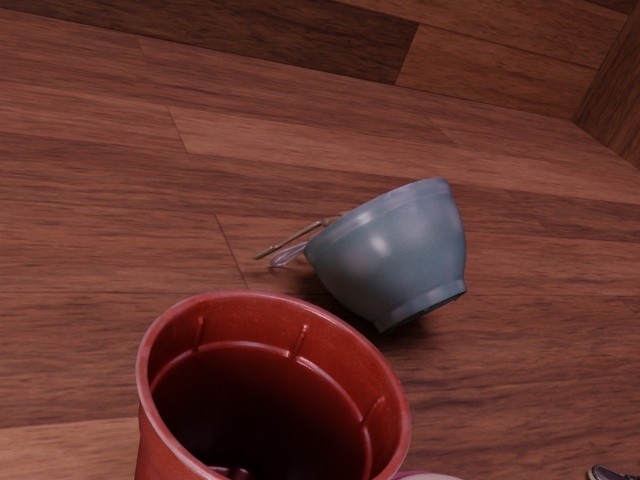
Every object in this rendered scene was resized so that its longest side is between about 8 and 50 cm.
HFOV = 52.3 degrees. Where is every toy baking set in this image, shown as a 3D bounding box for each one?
[{"bbox_3d":[0.005,-0.003,1.224,0.256,0.197,0.030,-12,71,-47],"label":"toy baking set"}]

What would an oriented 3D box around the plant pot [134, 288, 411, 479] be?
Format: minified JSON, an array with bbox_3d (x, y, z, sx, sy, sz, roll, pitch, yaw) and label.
[{"bbox_3d":[-0.082,0.239,0.689,0.272,0.265,0.272,17,30,-10],"label":"plant pot"}]

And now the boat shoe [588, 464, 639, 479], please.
[{"bbox_3d":[0.502,0.394,1.028,0.152,0.049,0.056,27,31,10],"label":"boat shoe"}]

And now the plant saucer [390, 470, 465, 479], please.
[{"bbox_3d":[0.156,0.402,0.762,0.332,0.084,0.332,16,30,-9],"label":"plant saucer"}]

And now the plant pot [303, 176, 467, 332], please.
[{"bbox_3d":[0.142,0.045,1.170,0.293,0.293,0.196,-13,71,-44],"label":"plant pot"}]
